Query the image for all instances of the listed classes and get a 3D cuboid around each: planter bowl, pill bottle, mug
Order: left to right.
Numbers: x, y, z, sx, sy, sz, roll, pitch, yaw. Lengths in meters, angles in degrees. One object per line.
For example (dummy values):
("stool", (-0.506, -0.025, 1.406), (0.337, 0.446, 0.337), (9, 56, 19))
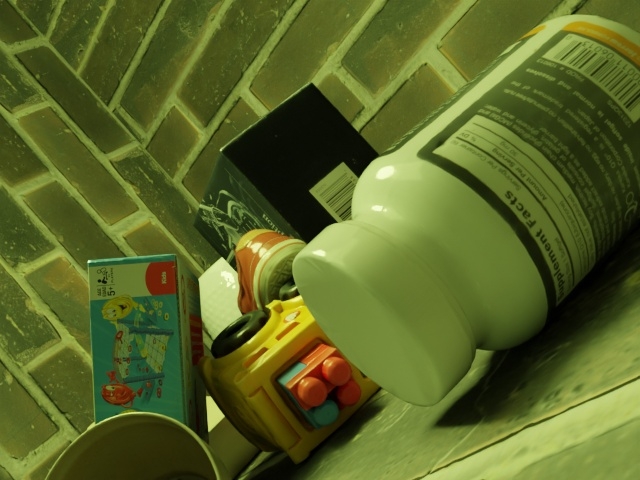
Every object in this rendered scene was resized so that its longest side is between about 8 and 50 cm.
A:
("planter bowl", (-0.134, 0.232, 0.609), (0.162, 0.162, 0.109), (-42, -28, -5))
("mug", (-0.152, 0.189, 1.925), (0.276, 0.328, 0.374), (-42, -2, -3))
("pill bottle", (0.124, -0.025, 0.528), (0.278, 0.162, 0.162), (-41, -3, -20))

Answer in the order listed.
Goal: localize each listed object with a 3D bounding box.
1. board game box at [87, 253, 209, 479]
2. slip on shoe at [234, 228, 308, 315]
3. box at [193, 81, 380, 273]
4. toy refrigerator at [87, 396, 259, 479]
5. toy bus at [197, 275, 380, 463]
("board game box", (-0.180, 0.182, 0.837), (0.086, 0.301, 0.308), (-4, -8, -6))
("slip on shoe", (-0.049, 0.116, 1.008), (0.123, 0.101, 0.331), (-30, -44, -24))
("box", (0.000, 0.000, 1.125), (0.179, 0.343, 0.312), (-42, -3, -23))
("toy refrigerator", (-0.223, 0.301, 1.131), (0.270, 0.094, 0.102), (-8, 22, 40))
("toy bus", (0.003, 0.124, 0.793), (0.220, 0.149, 0.211), (-38, 10, -19))
